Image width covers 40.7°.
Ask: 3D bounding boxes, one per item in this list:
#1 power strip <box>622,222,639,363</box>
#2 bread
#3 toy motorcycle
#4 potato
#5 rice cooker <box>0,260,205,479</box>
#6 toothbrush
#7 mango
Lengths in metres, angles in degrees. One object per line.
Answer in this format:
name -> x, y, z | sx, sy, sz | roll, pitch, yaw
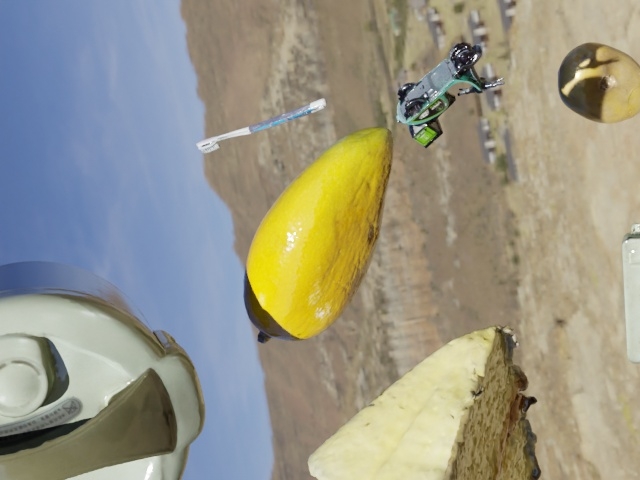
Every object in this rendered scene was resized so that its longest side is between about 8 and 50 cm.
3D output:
power strip -> 0.577, 0.076, 1.503 | 0.053, 0.093, 0.288 | -40, -55, -62
bread -> 0.122, 0.186, 0.615 | 0.135, 0.178, 0.240 | 39, 164, 44
toy motorcycle -> 0.185, -0.220, 1.280 | 0.100, 0.173, 0.058 | 25, -144, -36
potato -> 0.609, -0.338, 1.884 | 0.146, 0.234, 0.150 | -17, 57, 57
rice cooker -> -0.308, 0.194, 0.956 | 0.325, 0.335, 0.335 | -162, 61, -70
toothbrush -> -0.113, -0.214, 1.633 | 0.026, 0.288, 0.024 | 50, -146, -41
mango -> 0.000, 0.000, 1.060 | 0.119, 0.176, 0.317 | 42, 116, 36
